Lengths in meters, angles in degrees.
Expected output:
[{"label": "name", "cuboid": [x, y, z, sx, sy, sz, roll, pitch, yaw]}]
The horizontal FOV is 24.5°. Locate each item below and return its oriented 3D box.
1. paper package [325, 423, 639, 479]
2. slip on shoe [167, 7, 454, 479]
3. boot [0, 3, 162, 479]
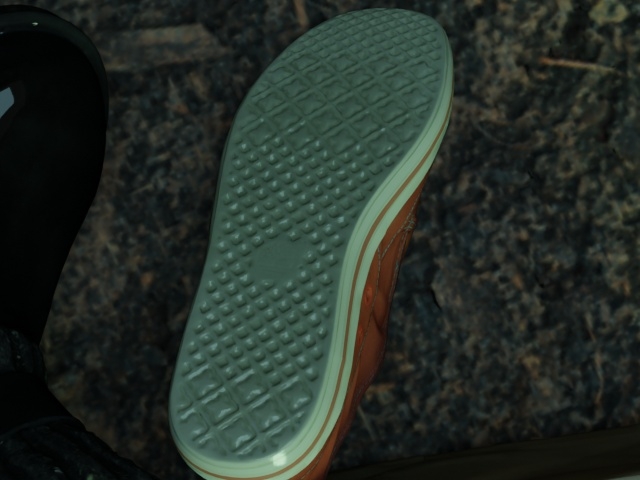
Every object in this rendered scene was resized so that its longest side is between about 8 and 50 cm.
[{"label": "paper package", "cuboid": [0.110, 0.288, 0.828, 0.309, 0.168, 0.325, -9, 91, 0]}, {"label": "slip on shoe", "cuboid": [0.000, 0.000, 0.838, 0.123, 0.101, 0.331, 7, 58, 16]}, {"label": "boot", "cuboid": [-0.162, 0.062, 0.766, 0.131, 0.260, 0.348, 23, 94, -42]}]
